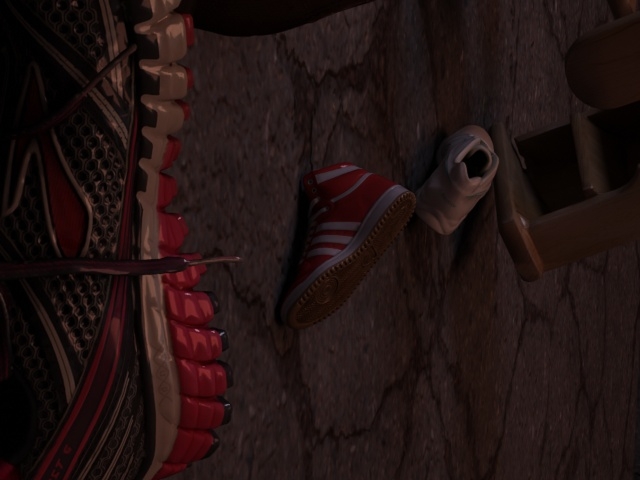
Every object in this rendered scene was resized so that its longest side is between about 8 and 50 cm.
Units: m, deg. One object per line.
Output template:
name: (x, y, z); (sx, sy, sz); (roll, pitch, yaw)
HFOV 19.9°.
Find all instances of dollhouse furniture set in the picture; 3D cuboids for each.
dollhouse furniture set: (0.213, -0.201, 1.522); (0.362, 0.256, 0.394); (-88, 154, -57)

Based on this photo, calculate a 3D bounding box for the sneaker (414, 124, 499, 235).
sneaker: (0.122, -0.059, 1.467); (0.061, 0.054, 0.152); (-48, -174, 31)

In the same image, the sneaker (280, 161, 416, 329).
sneaker: (0.000, 0.000, 1.167); (0.118, 0.067, 0.042); (-47, 149, -17)

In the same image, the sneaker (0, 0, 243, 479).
sneaker: (-0.113, -0.031, 0.685); (0.112, 0.121, 0.299); (-23, 109, -39)

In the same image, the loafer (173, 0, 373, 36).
loafer: (-0.010, -0.175, 0.854); (0.366, 0.130, 0.133); (-83, 180, -60)
